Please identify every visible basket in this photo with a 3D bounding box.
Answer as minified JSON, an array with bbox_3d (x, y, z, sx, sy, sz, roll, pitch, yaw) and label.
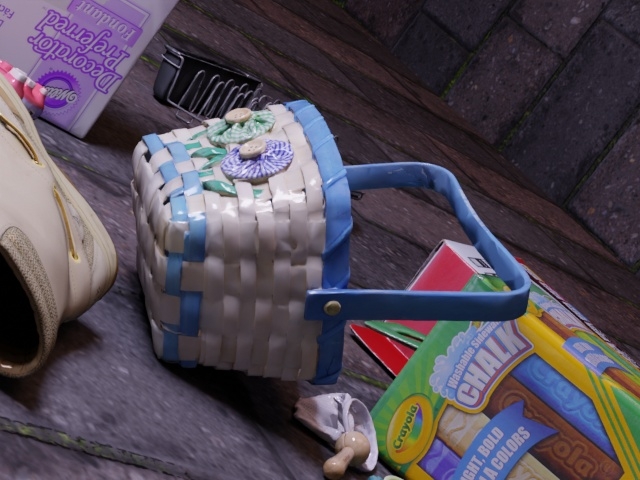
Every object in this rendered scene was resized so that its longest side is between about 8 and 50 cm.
[{"bbox_3d":[0.000,0.000,1.280,0.289,0.201,0.255,1,23,-16],"label":"basket"}]

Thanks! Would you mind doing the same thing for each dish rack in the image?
[{"bbox_3d":[-0.064,-0.138,1.970,0.271,0.074,0.208,33,11,24],"label":"dish rack"}]

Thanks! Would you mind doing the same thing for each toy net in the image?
[{"bbox_3d":[0.054,0.182,1.246,0.122,0.045,0.232,28,15,-32],"label":"toy net"}]

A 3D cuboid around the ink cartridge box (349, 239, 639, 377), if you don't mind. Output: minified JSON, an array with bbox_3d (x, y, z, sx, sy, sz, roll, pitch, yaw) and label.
[{"bbox_3d":[0.220,0.147,1.620,0.309,0.130,0.272,43,16,27],"label":"ink cartridge box"}]

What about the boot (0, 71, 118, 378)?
[{"bbox_3d":[-0.249,-0.036,1.063,0.262,0.095,0.203,54,13,-9],"label":"boot"}]

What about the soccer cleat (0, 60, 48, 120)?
[{"bbox_3d":[-0.289,-0.113,1.353,0.083,0.095,0.248,38,-2,-8],"label":"soccer cleat"}]

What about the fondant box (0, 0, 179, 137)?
[{"bbox_3d":[-0.241,-0.294,1.524,0.238,0.330,0.096,28,17,-31],"label":"fondant box"}]

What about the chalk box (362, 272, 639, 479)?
[{"bbox_3d":[0.167,0.146,1.367,0.289,0.179,0.180,41,12,20],"label":"chalk box"}]
